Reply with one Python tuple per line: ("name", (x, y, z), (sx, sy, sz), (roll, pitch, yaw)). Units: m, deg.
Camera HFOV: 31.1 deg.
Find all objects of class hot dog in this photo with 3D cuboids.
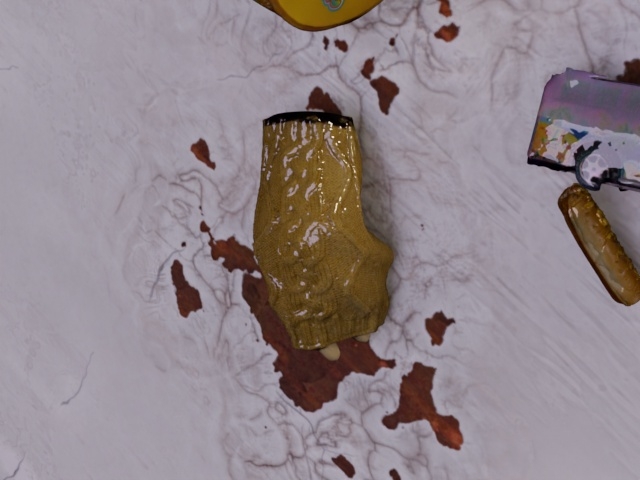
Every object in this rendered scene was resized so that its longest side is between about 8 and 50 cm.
("hot dog", (0.334, 0.003, 1.376), (0.045, 0.071, 0.165), (-29, 107, 16))

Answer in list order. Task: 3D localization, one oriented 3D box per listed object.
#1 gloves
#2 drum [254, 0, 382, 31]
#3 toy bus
("gloves", (-0.010, -0.004, 1.587), (0.203, 0.155, 0.357), (0, 107, 39))
("drum", (0.002, -0.459, 1.279), (0.214, 0.431, 0.431), (36, 122, 22))
("toy bus", (0.401, -0.106, 1.298), (0.316, 0.112, 0.138), (15, 102, 30))
